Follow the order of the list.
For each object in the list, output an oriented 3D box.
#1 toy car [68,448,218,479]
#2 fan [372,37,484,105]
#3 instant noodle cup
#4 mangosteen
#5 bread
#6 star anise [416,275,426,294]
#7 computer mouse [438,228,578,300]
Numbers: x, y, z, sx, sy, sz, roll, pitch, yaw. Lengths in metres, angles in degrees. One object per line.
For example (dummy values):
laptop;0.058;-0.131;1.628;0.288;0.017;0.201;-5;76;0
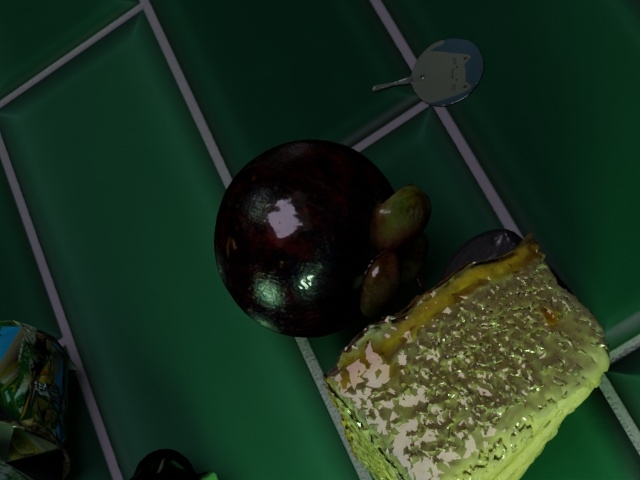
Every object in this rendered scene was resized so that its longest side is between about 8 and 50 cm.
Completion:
toy car;-0.270;0.403;2.006;0.358;0.213;0.176;-20;93;21
fan;0.157;-0.242;2.216;0.175;0.005;0.113;-11;61;23
instant noodle cup;-0.465;0.238;2.180;0.240;0.240;0.178;-15;52;21
mangosteen;0.000;0.000;2.017;0.288;0.288;0.288;-12;61;22
bread;0.184;0.203;1.875;0.315;0.279;0.248;-29;59;-17
star anise;0.155;0.139;1.984;0.097;0.070;0.191;-27;66;25
computer mouse;0.267;0.105;1.933;0.137;0.086;0.270;-46;56;11
